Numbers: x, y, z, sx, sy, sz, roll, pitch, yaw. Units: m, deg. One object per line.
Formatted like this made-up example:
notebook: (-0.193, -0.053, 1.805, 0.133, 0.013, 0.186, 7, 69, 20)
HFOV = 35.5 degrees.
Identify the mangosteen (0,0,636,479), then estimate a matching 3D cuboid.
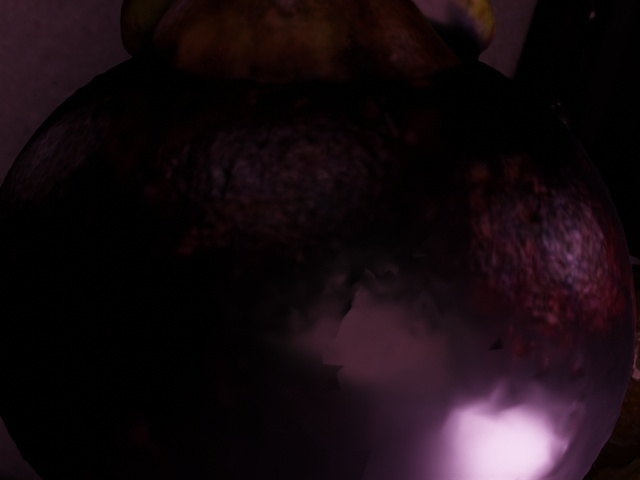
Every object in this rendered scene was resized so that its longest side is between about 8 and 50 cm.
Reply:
mangosteen: (-0.009, 0.011, 0.477, 0.297, 0.313, 0.297, -6, 142, -4)

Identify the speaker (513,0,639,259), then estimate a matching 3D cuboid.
speaker: (0.247, -0.107, 0.554, 0.184, 0.232, 0.254, 9, 103, -26)

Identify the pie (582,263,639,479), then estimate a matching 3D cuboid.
pie: (0.299, 0.215, 0.646, 0.418, 0.180, 0.395, 13, 123, -13)
